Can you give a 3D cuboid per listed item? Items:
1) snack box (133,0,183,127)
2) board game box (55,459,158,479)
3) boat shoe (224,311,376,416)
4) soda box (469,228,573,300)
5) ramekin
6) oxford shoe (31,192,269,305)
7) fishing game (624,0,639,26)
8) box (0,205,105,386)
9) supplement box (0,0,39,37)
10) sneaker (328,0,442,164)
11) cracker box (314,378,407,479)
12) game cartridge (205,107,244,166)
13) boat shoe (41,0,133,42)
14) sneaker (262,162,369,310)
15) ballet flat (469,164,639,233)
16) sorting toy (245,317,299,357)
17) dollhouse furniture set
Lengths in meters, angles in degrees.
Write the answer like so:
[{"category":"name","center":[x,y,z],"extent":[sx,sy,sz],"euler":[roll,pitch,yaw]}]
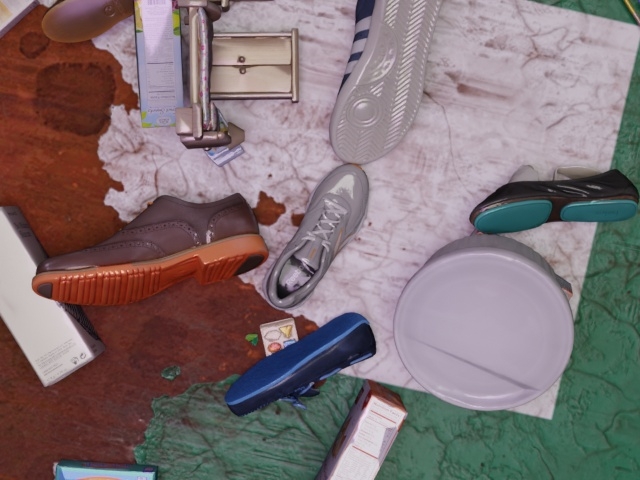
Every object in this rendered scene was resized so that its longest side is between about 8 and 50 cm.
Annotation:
[{"category":"snack box","center":[-0.241,-0.292,1.644],"extent":[0.070,0.174,0.207],"euler":[-4,114,-7]},{"category":"board game box","center":[-0.348,0.464,1.770],"extent":[0.160,0.047,0.210],"euler":[5,93,-1]},{"category":"boat shoe","center":[-0.024,0.215,1.738],"extent":[0.258,0.109,0.089],"euler":[-28,113,1]},{"category":"soda box","center":[0.310,0.051,1.754],"extent":[0.183,0.058,0.063],"euler":[34,108,-2]},{"category":"ramekin","center":[0.252,0.115,1.689],"extent":[0.272,0.127,0.273],"euler":[5,115,12]},{"category":"oxford shoe","center":[-0.269,0.010,1.700],"extent":[0.363,0.130,0.133],"euler":[-10,70,-23]},{"category":"fishing game","center":[0.613,-0.421,1.756],"extent":[0.264,0.041,0.189],"euler":[-29,95,0]},{"category":"box","center":[-0.452,0.084,1.722],"extent":[0.094,0.113,0.275],"euler":[-31,94,0]},{"category":"supplement box","center":[-0.502,-0.368,1.738],"extent":[0.098,0.036,0.062],"euler":[-41,92,1]},{"category":"sneaker","center":[0.097,-0.292,1.721],"extent":[0.131,0.148,0.350],"euler":[13,116,-18]},{"category":"cracker box","center":[0.051,0.341,1.719],"extent":[0.067,0.156,0.232],"euler":[28,91,-1]},{"category":"game cartridge","center":[-0.166,-0.162,1.764],"extent":[0.056,0.017,0.083],"euler":[-31,92,4]},{"category":"boat shoe","center":[-0.337,-0.371,1.727],"extent":[0.207,0.073,0.073],"euler":[-20,123,-4]},{"category":"sneaker","center":[0.000,0.000,1.721],"extent":[0.099,0.121,0.262],"euler":[29,92,-3]},{"category":"ballet flat","center":[0.362,-0.069,1.742],"extent":[0.280,0.095,0.096],"euler":[-3,56,-11]},{"category":"sorting toy","center":[-0.077,0.163,1.780],"extent":[0.083,0.012,0.062],"euler":[-13,93,-1]},{"category":"dollhouse furniture set","center":[-0.112,-0.287,1.589],"extent":[0.173,0.355,0.303],"euler":[-1,92,-3]}]
